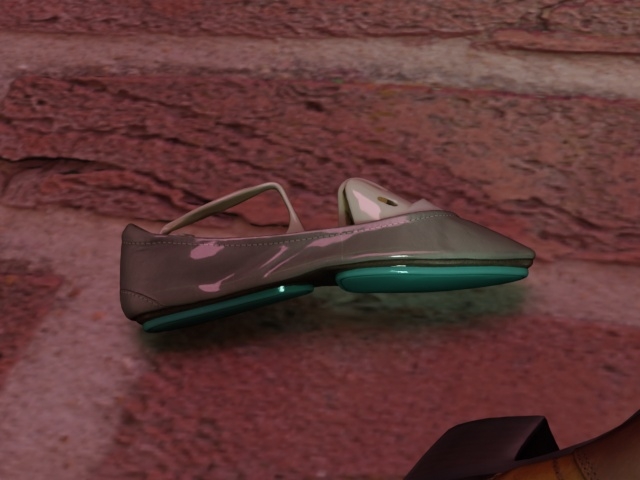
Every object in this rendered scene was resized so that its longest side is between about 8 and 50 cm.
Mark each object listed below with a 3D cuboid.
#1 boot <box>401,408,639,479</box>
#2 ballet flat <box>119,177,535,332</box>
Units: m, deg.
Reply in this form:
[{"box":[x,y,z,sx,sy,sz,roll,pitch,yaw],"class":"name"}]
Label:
[{"box":[0.069,0.156,0.510,0.264,0.096,0.280,-10,29,42],"class":"boot"},{"box":[0.000,0.000,0.794,0.213,0.072,0.068,-8,80,5],"class":"ballet flat"}]
